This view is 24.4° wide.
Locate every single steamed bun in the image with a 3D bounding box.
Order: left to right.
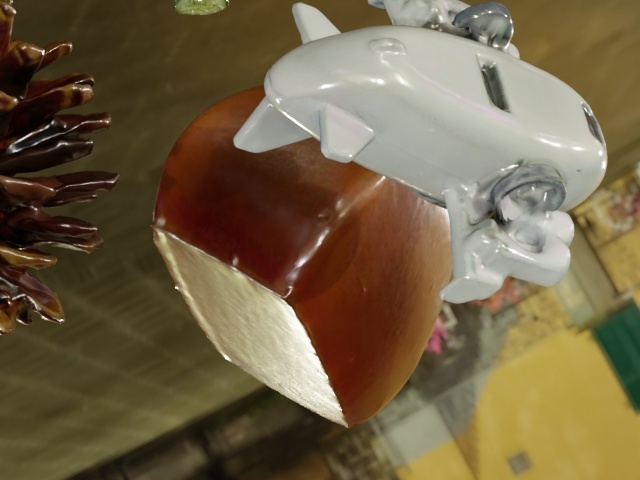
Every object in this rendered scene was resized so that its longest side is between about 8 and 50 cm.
[{"bbox_3d":[0.000,0.000,1.470,0.248,0.235,0.379,-54,153,-18],"label":"steamed bun"}]

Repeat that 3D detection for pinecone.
[{"bbox_3d":[-0.275,-0.062,1.123,0.264,0.264,0.264,-28,172,-4],"label":"pinecone"}]

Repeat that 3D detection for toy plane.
[{"bbox_3d":[0.080,-0.076,0.996,0.267,0.267,0.122,-20,159,-44],"label":"toy plane"}]

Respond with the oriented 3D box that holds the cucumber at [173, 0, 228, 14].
[{"bbox_3d":[-0.122,-0.313,1.421,0.058,0.187,0.058,-7,172,-1],"label":"cucumber"}]
